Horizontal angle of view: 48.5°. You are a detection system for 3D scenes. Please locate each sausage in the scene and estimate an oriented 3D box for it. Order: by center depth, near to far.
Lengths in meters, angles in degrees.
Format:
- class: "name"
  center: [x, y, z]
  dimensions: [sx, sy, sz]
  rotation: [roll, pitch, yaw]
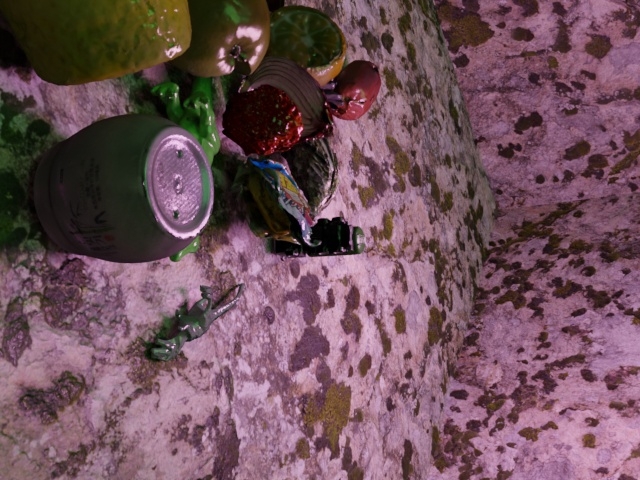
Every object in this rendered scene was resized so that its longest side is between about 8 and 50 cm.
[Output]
- class: "sausage"
  center: [0.113, -0.504, 2.377]
  dimensions: [0.152, 0.152, 0.279]
  rotation: [65, 32, -29]

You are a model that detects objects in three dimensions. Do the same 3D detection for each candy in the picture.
- class: "candy"
  center: [-0.053, -0.544, 2.004]
  dimensions: [0.118, 0.260, 0.259]
  rotation: [122, -19, -60]

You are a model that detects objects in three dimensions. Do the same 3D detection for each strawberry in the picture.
- class: "strawberry"
  center: [-0.126, -0.292, 1.736]
  dimensions: [0.187, 0.202, 0.184]
  rotation: [43, 72, -43]

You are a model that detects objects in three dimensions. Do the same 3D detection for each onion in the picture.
- class: "onion"
  center: [-0.085, -0.346, 1.894]
  dimensions: [0.227, 0.284, 0.120]
  rotation: [-58, 178, 2]

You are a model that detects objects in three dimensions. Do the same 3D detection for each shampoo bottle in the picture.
- class: "shampoo bottle"
  center: [-0.360, -0.092, 1.319]
  dimensions: [0.273, 0.267, 0.272]
  rotation: [24, 63, -60]

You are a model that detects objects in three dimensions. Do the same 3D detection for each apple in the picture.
- class: "apple"
  center: [-0.242, -0.512, 1.609]
  dimensions: [0.258, 0.233, 0.295]
  rotation: [44, 25, 23]

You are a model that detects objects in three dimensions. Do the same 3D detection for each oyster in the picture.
- class: "oyster"
  center: [-0.031, -0.224, 1.993]
  dimensions: [0.162, 0.158, 0.350]
  rotation: [77, 1, -71]

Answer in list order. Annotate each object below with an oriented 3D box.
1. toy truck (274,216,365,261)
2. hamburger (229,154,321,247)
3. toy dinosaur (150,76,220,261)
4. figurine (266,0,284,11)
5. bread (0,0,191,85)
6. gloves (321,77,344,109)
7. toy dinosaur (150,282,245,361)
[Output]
- class: "toy truck"
  center: [0.000, 0.000, 1.973]
  dimensions: [0.125, 0.243, 0.101]
  rotation: [34, 55, -69]
- class: "hamburger"
  center: [-0.124, -0.087, 1.801]
  dimensions: [0.260, 0.151, 0.276]
  rotation: [55, 8, -18]
- class: "toy dinosaur"
  center: [-0.268, -0.213, 1.692]
  dimensions: [0.500, 0.144, 0.374]
  rotation: [-64, 153, -62]
- class: "figurine"
  center: [-0.126, -0.741, 2.083]
  dimensions: [0.098, 0.083, 0.154]
  rotation: [58, 35, -60]
- class: "bread"
  center: [-0.410, -0.448, 1.265]
  dimensions: [0.348, 0.349, 0.307]
  rotation: [-57, 144, -49]
- class: "gloves"
  center: [-0.019, -0.524, 2.183]
  dimensions: [0.285, 0.119, 0.142]
  rotation: [56, 48, -17]
- class: "toy dinosaur"
  center: [-0.253, 0.145, 1.639]
  dimensions: [0.383, 0.076, 0.129]
  rotation: [-35, 147, -51]
